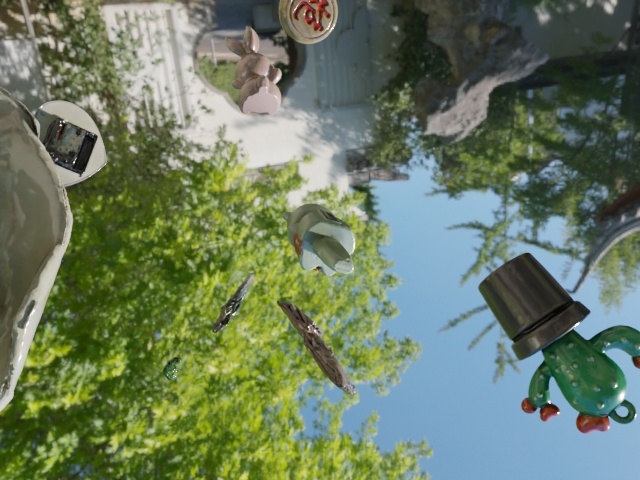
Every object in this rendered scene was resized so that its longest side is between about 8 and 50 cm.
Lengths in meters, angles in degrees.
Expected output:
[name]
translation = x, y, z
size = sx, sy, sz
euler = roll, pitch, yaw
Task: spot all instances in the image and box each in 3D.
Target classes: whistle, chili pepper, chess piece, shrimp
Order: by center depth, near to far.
[chess piece]
translation = -0.017, -0.319, 0.756
size = 0.083, 0.084, 0.038
euler = -12, -153, -17
[whistle]
translation = 0.002, -0.001, 0.925
size = 0.101, 0.106, 0.253
euler = -14, -157, -13
[chili pepper]
translation = -0.346, 0.296, 1.260
size = 0.034, 0.091, 0.030
euler = 25, -139, -2
[shrimp]
translation = -0.262, 0.184, 1.649
size = 0.051, 0.150, 0.217
euler = 33, -125, -4

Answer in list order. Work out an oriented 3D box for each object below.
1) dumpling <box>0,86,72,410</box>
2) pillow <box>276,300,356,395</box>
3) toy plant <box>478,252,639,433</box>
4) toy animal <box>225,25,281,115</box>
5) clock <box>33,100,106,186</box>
[dumpling]
translation = -0.333, 0.021, 0.434
size = 0.260, 0.181, 0.341
euler = 17, -132, 4
[pillow]
translation = -0.003, 0.230, 1.177
size = 0.049, 0.135, 0.248
euler = -36, -122, -4
[toy plant]
translation = 0.529, 0.219, 1.176
size = 0.279, 0.185, 0.400
euler = -28, -112, -9
[toy animal]
translation = -0.158, -0.413, 1.328
size = 0.124, 0.212, 0.124
euler = -10, 159, -4
[clock]
translation = -0.565, -0.208, 1.213
size = 0.172, 0.198, 0.064
euler = 24, 164, -31
